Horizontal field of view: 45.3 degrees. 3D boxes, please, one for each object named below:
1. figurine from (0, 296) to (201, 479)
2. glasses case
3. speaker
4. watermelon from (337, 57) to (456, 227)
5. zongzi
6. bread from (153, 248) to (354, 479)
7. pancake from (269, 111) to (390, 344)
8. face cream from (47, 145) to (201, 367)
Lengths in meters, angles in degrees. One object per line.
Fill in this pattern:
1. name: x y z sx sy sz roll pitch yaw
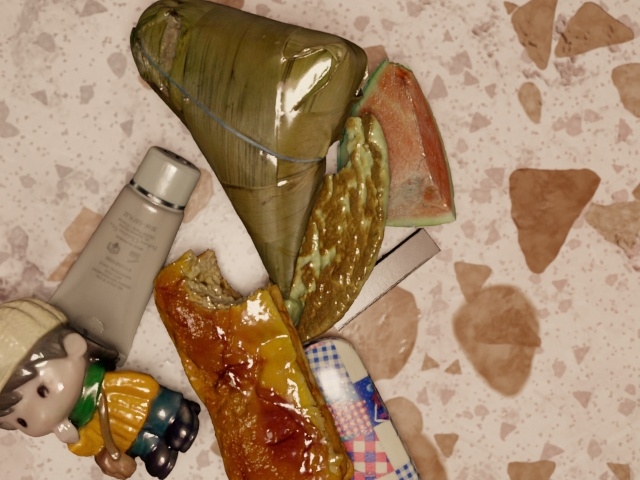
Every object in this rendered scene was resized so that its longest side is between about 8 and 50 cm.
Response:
1. figurine: -0.336 0.202 1.052 0.332 0.204 0.185 21 116 -29
2. glasses case: 0.054 0.297 1.109 0.125 0.076 0.328 -26 93 0
3. speaker: 0.086 0.055 1.124 0.191 0.040 0.046 -38 92 -2
4. watermelon: 0.095 -0.123 1.099 0.146 0.128 0.231 -17 78 24
5. zongzi: -0.128 -0.129 1.048 0.322 0.160 0.361 22 112 23
6. bread: -0.094 0.183 1.039 0.185 0.109 0.381 -26 87 34
7. pancake: 0.004 0.001 1.077 0.197 0.054 0.377 37 107 33
8. face cream: -0.274 0.020 1.080 0.143 0.089 0.314 29 97 -5
